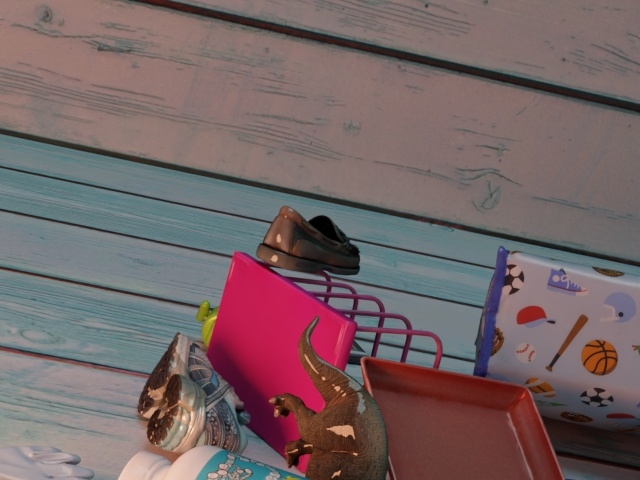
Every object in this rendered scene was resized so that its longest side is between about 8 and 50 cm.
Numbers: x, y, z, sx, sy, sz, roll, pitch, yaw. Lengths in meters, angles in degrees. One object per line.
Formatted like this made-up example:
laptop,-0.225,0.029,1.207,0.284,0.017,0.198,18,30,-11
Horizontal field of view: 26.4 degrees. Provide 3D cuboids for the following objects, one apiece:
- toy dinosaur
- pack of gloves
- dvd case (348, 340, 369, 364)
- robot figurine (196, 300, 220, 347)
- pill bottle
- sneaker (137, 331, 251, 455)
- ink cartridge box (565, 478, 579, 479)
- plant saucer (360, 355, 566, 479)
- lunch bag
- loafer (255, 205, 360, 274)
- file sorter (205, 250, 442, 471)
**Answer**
toy dinosaur,0.020,0.242,1.503,0.160,0.314,0.121,-6,-26,30
pack of gloves,-0.310,0.285,1.379,0.232,0.046,0.195,2,30,-40
dvd case,-0.026,0.154,2.281,0.164,0.018,0.221,9,13,-19
robot figurine,-0.147,0.136,2.119,0.101,0.067,0.115,24,12,2
pill bottle,-0.070,0.289,1.324,0.264,0.146,0.146,16,12,16
sneaker,-0.158,0.214,1.745,0.122,0.110,0.283,28,11,-15
ink cartridge box,0.384,0.352,1.753,0.207,0.046,0.097,10,12,-15
plant saucer,0.177,0.269,1.671,0.259,0.048,0.258,12,39,-24
lunch bag,0.398,0.171,2.093,0.327,0.239,0.385,12,-18,9
loafer,0.000,0.000,1.936,0.096,0.084,0.267,20,7,22
file sorter,0.000,0.162,1.854,0.182,0.202,0.290,8,13,-35
